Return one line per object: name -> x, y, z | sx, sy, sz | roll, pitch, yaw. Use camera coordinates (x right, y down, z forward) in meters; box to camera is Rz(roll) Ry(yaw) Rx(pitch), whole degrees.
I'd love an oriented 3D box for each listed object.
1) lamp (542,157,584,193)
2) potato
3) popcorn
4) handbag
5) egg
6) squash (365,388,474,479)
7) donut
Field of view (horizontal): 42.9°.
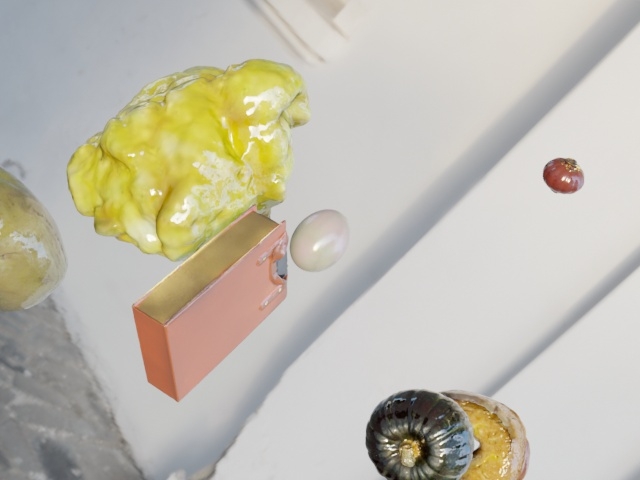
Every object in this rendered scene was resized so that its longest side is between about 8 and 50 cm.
lamp -> 0.577, -0.153, 1.931 | 0.101, 0.090, 0.101 | 9, 40, -8
potato -> -0.614, 0.005, 1.553 | 0.243, 0.221, 0.326 | 43, -27, 27
popcorn -> -0.186, -0.124, 1.143 | 0.293, 0.292, 0.334 | 12, 5, -40
handbag -> -0.108, 0.062, 0.858 | 0.063, 0.127, 0.190 | 28, 51, 25
egg -> 0.000, 0.000, 1.543 | 0.103, 0.135, 0.103 | 34, -23, 17
squash -> 0.174, 0.355, 1.448 | 0.156, 0.193, 0.193 | 16, 31, -46
donut -> 0.355, 0.514, 2.042 | 0.150, 0.317, 0.299 | 32, 34, -57
